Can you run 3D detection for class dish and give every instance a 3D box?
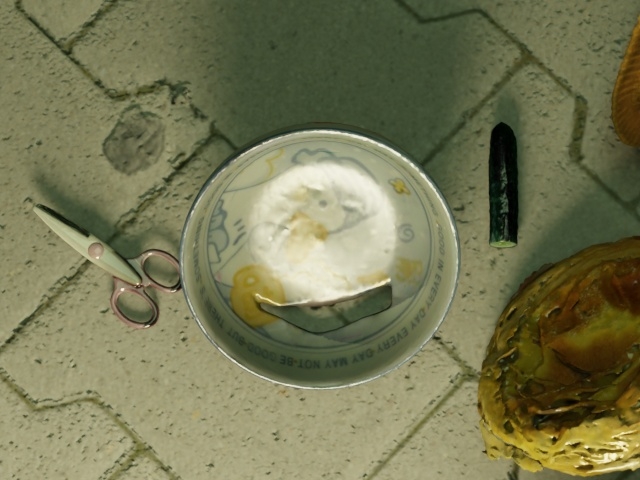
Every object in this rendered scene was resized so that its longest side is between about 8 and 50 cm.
[{"bbox_3d":[0.000,0.000,1.791,0.273,0.134,0.273,0,111,0],"label":"dish"}]

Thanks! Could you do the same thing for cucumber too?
[{"bbox_3d":[0.187,-0.059,1.839,0.032,0.032,0.133,1,76,4],"label":"cucumber"}]

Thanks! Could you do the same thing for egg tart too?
[{"bbox_3d":[0.276,0.124,1.718,0.297,0.132,0.297,-28,39,25],"label":"egg tart"}]

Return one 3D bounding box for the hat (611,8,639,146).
[{"bbox_3d":[0.449,-0.152,1.801,0.233,0.244,0.233,30,111,-19],"label":"hat"}]

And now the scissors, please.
[{"bbox_3d":[-0.225,0.015,1.853,0.176,0.022,0.085,35,87,8],"label":"scissors"}]
